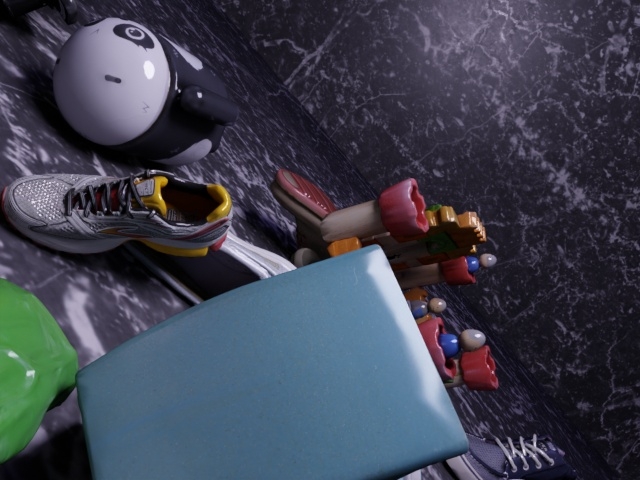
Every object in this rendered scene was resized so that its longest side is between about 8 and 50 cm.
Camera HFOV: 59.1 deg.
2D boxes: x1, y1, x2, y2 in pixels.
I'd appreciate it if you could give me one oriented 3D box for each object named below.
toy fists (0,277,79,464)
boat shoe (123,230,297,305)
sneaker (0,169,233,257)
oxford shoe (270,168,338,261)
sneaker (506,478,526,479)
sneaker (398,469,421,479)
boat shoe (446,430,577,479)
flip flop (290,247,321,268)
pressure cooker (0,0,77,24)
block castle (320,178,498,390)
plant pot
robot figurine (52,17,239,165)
[{"bbox_3d":[-0.278,0.026,0.337,0.279,0.096,0.142,50,3,4],"label":"toy fists"},{"bbox_3d":[-0.122,0.048,0.694,0.320,0.118,0.103,44,24,-8],"label":"boat shoe"},{"bbox_3d":[-0.198,-0.041,0.578,0.225,0.093,0.088,2,64,-25],"label":"sneaker"},{"bbox_3d":[0.000,0.000,1.082,0.348,0.130,0.123,44,13,-41],"label":"oxford shoe"},{"bbox_3d":[0.422,0.556,1.034,0.290,0.106,0.123,47,13,-17],"label":"sneaker"},{"bbox_3d":[-0.007,0.218,0.636,0.127,0.208,0.319,4,-70,56],"label":"sneaker"},{"bbox_3d":[0.374,0.423,1.112,0.340,0.158,0.127,38,20,-38],"label":"boat shoe"},{"bbox_3d":[0.035,0.124,0.983,0.112,0.080,0.277,22,39,-59],"label":"flip flop"},{"bbox_3d":[-0.383,-0.528,0.757,0.370,0.420,0.375,51,-19,25],"label":"pressure cooker"},{"bbox_3d":[0.194,0.102,0.969,0.453,0.213,0.303,32,47,-60],"label":"block castle"},{"bbox_3d":[-0.052,0.131,0.434,0.234,0.165,0.165,-11,64,-22],"label":"plant pot"},{"bbox_3d":[-0.241,-0.205,0.809,0.173,0.209,0.278,67,19,11],"label":"robot figurine"}]
